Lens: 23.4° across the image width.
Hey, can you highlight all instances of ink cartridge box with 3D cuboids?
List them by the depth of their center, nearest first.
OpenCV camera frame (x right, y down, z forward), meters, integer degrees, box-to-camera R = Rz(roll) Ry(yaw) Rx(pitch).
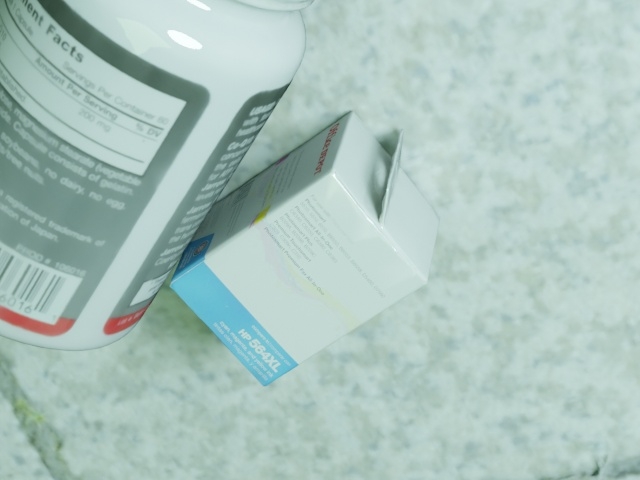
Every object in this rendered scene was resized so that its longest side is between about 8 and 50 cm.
[{"bbox_3d":[0.000,0.000,0.915,0.143,0.092,0.090,-33,108,23],"label":"ink cartridge box"}]

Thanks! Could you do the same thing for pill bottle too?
[{"bbox_3d":[-0.108,-0.090,0.847,0.161,0.161,0.283,31,117,-7],"label":"pill bottle"}]
